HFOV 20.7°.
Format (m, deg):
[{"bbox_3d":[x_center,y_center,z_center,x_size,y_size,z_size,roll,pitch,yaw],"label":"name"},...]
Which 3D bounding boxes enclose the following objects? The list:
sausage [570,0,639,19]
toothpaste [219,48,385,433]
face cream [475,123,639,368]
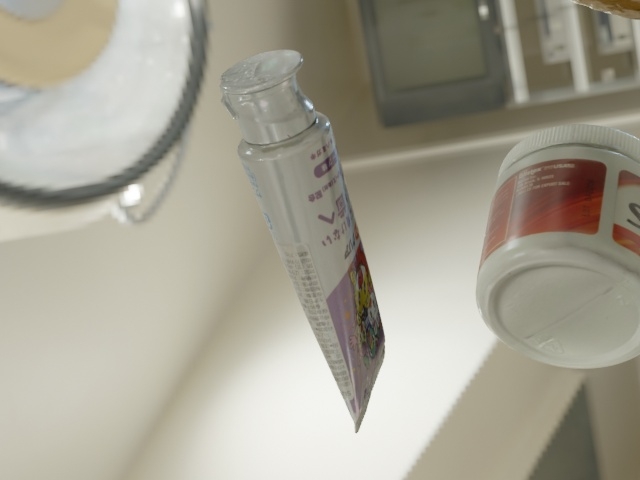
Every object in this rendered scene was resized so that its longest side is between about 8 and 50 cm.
[{"bbox_3d":[0.416,-0.266,1.730,0.123,0.501,0.136,-66,-22,-48],"label":"sausage"},{"bbox_3d":[0.000,0.000,1.349,0.114,0.073,0.299,-69,-35,-56],"label":"toothpaste"},{"bbox_3d":[0.275,0.009,1.870,0.201,0.201,0.187,76,-158,-46],"label":"face cream"}]
